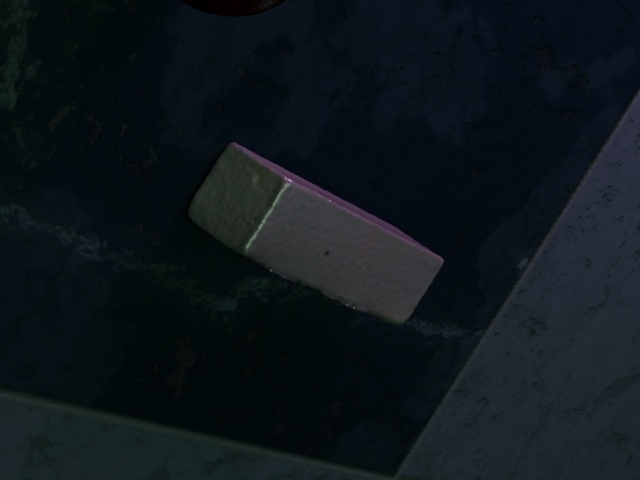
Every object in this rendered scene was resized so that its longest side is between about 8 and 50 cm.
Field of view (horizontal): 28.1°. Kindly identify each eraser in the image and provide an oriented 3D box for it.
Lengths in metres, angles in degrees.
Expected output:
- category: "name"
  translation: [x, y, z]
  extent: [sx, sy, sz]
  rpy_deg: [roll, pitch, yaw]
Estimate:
- category: "eraser"
  translation: [0.000, 0.000, 1.583]
  extent: [0.352, 0.077, 0.111]
  rpy_deg: [26, 98, -42]

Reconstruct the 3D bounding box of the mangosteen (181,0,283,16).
- category: "mangosteen"
  translation: [-0.090, -0.350, 1.230]
  extent: [0.261, 0.235, 0.235]
  rpy_deg: [44, 89, -1]
